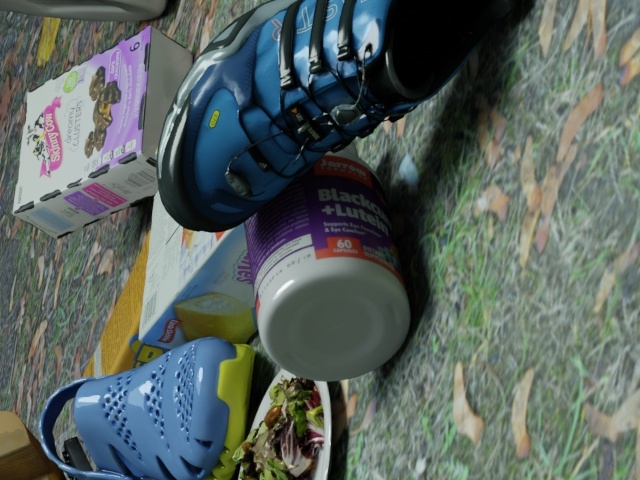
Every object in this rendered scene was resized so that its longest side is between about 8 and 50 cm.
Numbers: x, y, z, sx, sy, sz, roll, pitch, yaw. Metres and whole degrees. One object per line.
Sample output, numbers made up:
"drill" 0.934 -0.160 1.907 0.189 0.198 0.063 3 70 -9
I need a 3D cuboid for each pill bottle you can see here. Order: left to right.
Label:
"pill bottle" 0.000 0.000 1.438 0.193 0.108 0.108 -101 30 -49

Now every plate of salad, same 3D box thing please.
"plate of salad" -0.040 0.183 1.521 0.200 0.048 0.200 -167 90 -72

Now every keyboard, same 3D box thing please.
"keyboard" -0.216 0.265 1.864 0.100 0.038 0.192 94 152 -43

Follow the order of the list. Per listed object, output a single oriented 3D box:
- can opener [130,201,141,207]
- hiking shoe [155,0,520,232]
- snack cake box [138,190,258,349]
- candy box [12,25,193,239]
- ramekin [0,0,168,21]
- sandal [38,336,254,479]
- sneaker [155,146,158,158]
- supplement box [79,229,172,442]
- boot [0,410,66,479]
"can opener" -0.237 -0.079 2.243 0.186 0.059 0.073 -168 91 -71
"hiking shoe" 0.008 -0.117 1.345 0.304 0.113 0.132 -46 29 3
"snack cake box" -0.066 -0.023 1.672 0.264 0.089 0.152 133 147 -55
"candy box" -0.232 -0.113 2.117 0.196 0.070 0.165 -23 52 34
"ramekin" -0.293 -0.333 2.265 0.277 0.277 0.135 -178 93 -71
"sandal" -0.154 0.159 1.732 0.317 0.138 0.126 141 140 -58
"sneaker" -0.083 -0.111 1.815 0.215 0.084 0.083 -37 30 57
"supplement box" -0.161 0.098 1.878 0.080 0.078 0.233 -99 28 -47
"boot" -0.258 0.325 1.923 0.211 0.104 0.295 71 -179 -53
